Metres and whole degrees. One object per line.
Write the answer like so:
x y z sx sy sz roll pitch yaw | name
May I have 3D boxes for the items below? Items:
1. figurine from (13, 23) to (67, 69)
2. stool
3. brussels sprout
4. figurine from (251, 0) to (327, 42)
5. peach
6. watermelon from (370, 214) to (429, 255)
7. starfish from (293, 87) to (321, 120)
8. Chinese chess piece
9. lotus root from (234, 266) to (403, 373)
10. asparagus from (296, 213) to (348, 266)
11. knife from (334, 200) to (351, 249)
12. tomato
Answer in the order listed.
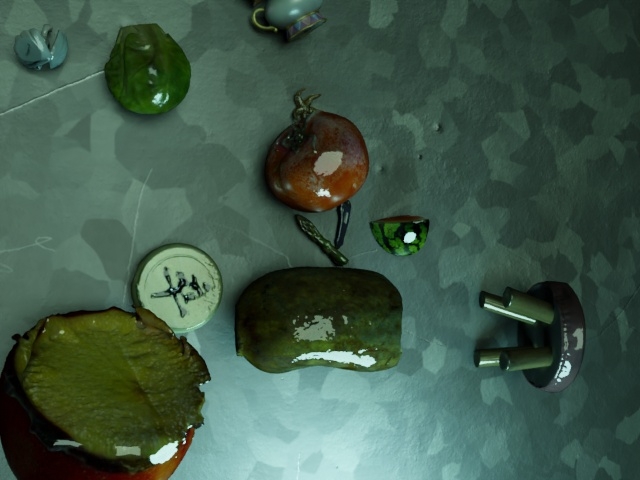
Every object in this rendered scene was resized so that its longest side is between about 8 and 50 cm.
-0.546 -0.378 1.343 0.082 0.086 0.094 25 121 -4 | figurine
0.496 0.225 1.639 0.179 0.272 0.271 7 85 -8 | stool
-0.347 -0.348 1.386 0.162 0.144 0.180 7 98 13 | brussels sprout
-0.095 -0.575 1.493 0.190 0.142 0.263 -30 99 4 | figurine
-0.380 0.296 1.200 0.339 0.417 0.352 -8 90 -28 | peach
0.187 -0.032 1.624 0.136 0.125 0.094 19 50 -2 | watermelon
-0.031 -0.309 1.565 0.078 0.028 0.091 46 70 -20 | starfish
-0.297 0.099 1.415 0.189 0.083 0.188 2 85 -20 | Chinese chess piece
-0.015 0.173 1.445 0.346 0.250 0.250 -2 89 -18 | lotus root
0.000 0.000 1.560 0.030 0.036 0.165 -45 105 -2 | asparagus
0.050 -0.038 1.591 0.031 0.018 0.121 13 84 -28 | knife
0.002 -0.163 1.476 0.188 0.232 0.232 45 72 -40 | tomato
